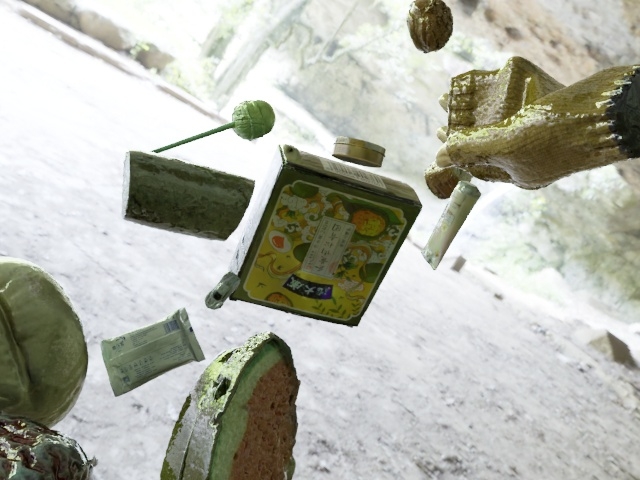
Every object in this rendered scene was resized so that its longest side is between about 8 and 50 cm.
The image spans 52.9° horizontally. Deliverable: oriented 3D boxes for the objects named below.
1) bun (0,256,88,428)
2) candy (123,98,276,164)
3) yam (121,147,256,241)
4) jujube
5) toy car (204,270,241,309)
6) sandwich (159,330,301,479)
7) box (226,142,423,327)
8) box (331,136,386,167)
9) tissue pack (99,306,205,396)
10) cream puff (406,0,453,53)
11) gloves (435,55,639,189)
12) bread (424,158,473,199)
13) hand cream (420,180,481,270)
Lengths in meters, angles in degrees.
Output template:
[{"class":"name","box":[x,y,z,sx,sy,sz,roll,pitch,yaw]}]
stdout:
[{"class":"bun","box":[-0.608,0.204,1.162,0.365,0.365,0.219,35,27,5]},{"class":"candy","box":[-0.254,-0.219,1.361,0.093,0.336,0.092,-121,-166,-48]},{"class":"yam","box":[-0.278,-0.088,1.317,0.268,0.161,0.161,15,20,-25]},{"class":"jujube","box":[-0.508,0.375,0.974,0.317,0.226,0.226,3,13,4]},{"class":"toy car","box":[-0.210,0.108,1.372,0.041,0.093,0.025,39,-8,2]},{"class":"sandwich","box":[-0.114,0.277,0.930,0.109,0.292,0.212,-9,-25,36]},{"class":"box","box":[0.000,0.000,1.640,0.373,0.420,0.138,15,30,-19]},{"class":"box","box":[0.074,-0.169,1.243,0.106,0.037,0.105,13,1,0]},{"class":"tissue pack","box":[-0.350,0.228,1.328,0.026,0.193,0.122,108,-42,-72]},{"class":"cream puff","box":[0.259,-0.506,1.505,0.126,0.103,0.144,65,26,-25]},{"class":"gloves","box":[0.300,-0.155,0.902,0.356,0.203,0.155,13,-37,49]},{"class":"bread","box":[0.274,-0.137,1.374,0.083,0.070,0.076,49,49,-18]},{"class":"hand cream","box":[0.198,-0.026,1.000,0.039,0.143,0.061,18,21,-26]}]
